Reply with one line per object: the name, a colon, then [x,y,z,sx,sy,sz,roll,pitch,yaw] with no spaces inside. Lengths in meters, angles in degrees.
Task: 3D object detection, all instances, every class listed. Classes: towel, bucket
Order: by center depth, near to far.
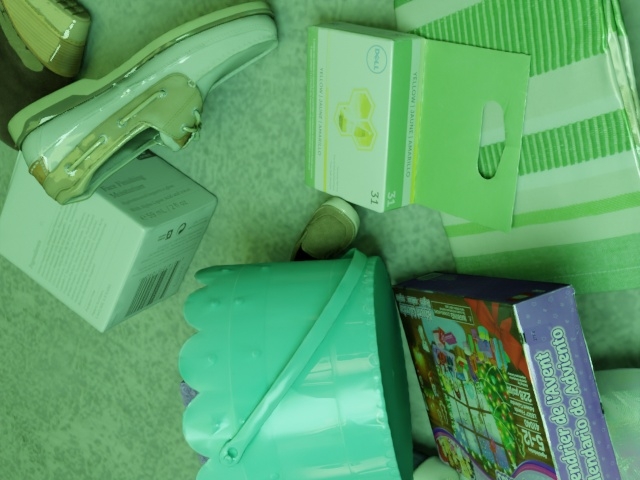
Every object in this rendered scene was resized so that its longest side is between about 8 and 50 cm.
towel: [0.186,-0.106,0.810,0.248,0.038,0.325,-10,98,51]
bucket: [-0.013,0.143,0.896,0.183,0.281,0.281,-9,102,9]

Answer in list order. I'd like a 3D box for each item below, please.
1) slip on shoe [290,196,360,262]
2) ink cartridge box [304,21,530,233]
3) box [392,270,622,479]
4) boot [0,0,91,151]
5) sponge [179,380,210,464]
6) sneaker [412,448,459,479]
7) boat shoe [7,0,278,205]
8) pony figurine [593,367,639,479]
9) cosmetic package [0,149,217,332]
slip on shoe: [0.000,0.000,0.950,0.051,0.041,0.135,40,149,-4]
ink cartridge box: [0.081,-0.110,0.854,0.235,0.056,0.171,24,120,45]
box: [0.160,0.135,0.816,0.057,0.293,0.201,-17,94,-13]
boot: [-0.409,-0.253,1.086,0.248,0.090,0.207,41,117,6]
sponge: [-0.071,0.219,1.095,0.210,0.031,0.117,-8,102,29]
sneaker: [0.049,0.381,1.039,0.148,0.131,0.350,23,110,28]
boat shoe: [-0.168,-0.142,0.936,0.302,0.113,0.103,-29,84,-1]
pony figurine: [0.361,0.256,0.743,0.303,0.363,0.351,54,137,-5]
cosmetic package: [-0.253,-0.021,1.044,0.183,0.151,0.151,35,117,13]
